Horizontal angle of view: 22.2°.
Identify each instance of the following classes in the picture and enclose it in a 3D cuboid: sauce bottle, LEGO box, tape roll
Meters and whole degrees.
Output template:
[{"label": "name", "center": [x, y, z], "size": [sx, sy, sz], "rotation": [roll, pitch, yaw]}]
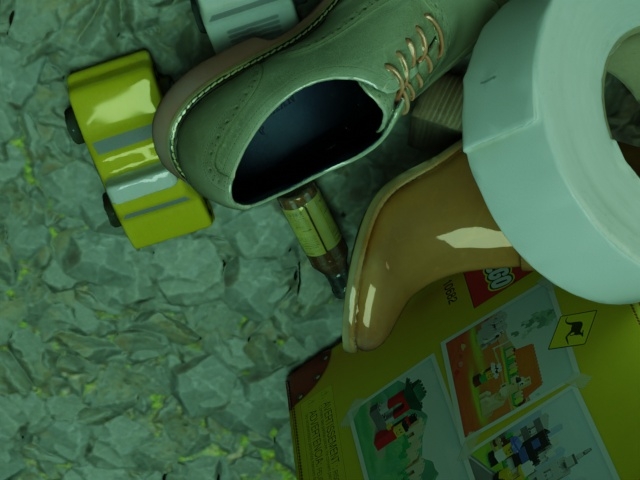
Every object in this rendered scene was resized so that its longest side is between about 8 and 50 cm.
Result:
[{"label": "sauce bottle", "center": [0.000, 0.000, 1.548], "size": [0.042, 0.042, 0.128], "rotation": [-21, 120, 6]}, {"label": "LEGO box", "center": [0.185, 0.224, 1.433], "size": [0.372, 0.500, 0.193], "rotation": [-33, 118, 14]}, {"label": "tape roll", "center": [0.255, -0.093, 1.342], "size": [0.286, 0.286, 0.100], "rotation": [33, 153, -22]}]

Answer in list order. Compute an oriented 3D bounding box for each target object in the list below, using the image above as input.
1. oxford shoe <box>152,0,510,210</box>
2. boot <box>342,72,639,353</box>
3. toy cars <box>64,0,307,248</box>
[{"label": "oxford shoe", "center": [0.056, -0.147, 1.367], "size": [0.397, 0.146, 0.140], "rotation": [-37, 127, -7]}, {"label": "boot", "center": [0.153, 0.001, 1.432], "size": [0.220, 0.283, 0.109], "rotation": [22, 158, 9]}, {"label": "toy cars", "center": [-0.117, -0.151, 1.421], "size": [0.176, 0.087, 0.394], "rotation": [18, 117, -16]}]
